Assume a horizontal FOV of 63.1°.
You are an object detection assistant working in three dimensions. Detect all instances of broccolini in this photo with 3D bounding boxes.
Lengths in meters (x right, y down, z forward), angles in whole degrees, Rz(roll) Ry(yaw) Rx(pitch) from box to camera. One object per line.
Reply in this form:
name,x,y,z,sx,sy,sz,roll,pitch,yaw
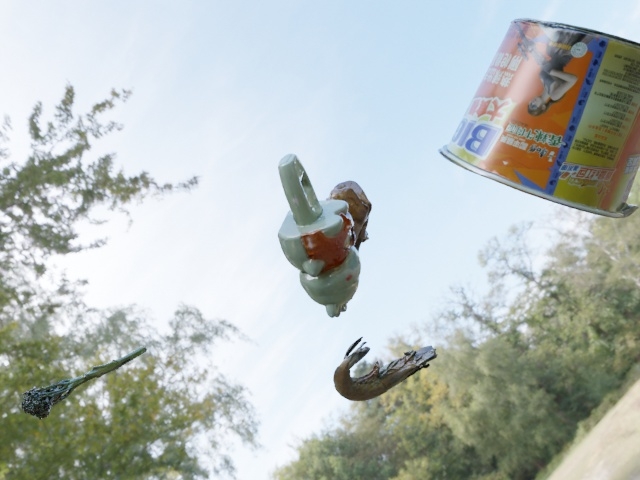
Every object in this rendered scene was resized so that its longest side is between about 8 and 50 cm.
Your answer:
broccolini,-0.356,0.205,0.806,0.044,0.042,0.218,-52,-11,29

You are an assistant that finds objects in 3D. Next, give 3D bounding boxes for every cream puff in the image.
cream puff,0.049,-0.027,1.465,0.241,0.155,0.268,-56,-23,-28

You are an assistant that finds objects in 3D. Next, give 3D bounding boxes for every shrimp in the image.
shrimp,0.125,0.246,1.053,0.220,0.046,0.152,-26,-58,2

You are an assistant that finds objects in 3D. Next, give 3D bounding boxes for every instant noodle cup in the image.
instant noodle cup,0.347,-0.186,0.765,0.297,0.296,0.213,-9,-58,-48

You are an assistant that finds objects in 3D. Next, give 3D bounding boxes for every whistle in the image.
whistle,-0.001,0.000,0.712,0.106,0.101,0.253,-24,-63,-6
